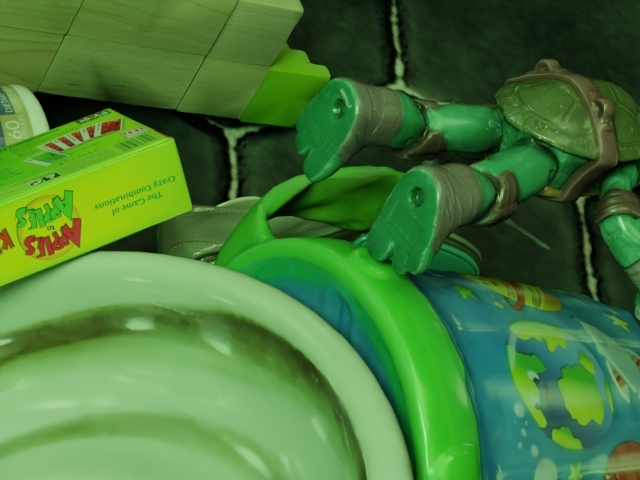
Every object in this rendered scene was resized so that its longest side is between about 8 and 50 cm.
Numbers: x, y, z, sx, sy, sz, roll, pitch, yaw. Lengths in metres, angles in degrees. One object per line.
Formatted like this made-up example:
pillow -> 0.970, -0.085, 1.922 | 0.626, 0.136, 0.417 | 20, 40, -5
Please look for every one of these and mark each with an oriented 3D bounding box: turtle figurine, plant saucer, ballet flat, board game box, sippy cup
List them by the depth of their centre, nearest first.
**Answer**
plant saucer -> -0.143, 0.177, 0.791 | 0.401, 0.100, 0.400 | -11, 42, 10
turtle figurine -> 0.111, -0.035, 0.896 | 0.234, 0.118, 0.175 | 1, 20, -39
board game box -> -0.169, -0.013, 0.905 | 0.181, 0.043, 0.092 | -23, 23, -22
sippy cup -> 0.069, 0.113, 0.933 | 0.224, 0.240, 0.305 | 0, 93, -37
ballet flat -> 0.000, 0.000, 1.070 | 0.213, 0.072, 0.068 | -1, 47, -26

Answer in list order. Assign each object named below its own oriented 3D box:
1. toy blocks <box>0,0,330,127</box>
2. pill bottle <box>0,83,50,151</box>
toy blocks -> -0.191, -0.215, 1.084 | 0.381, 0.190, 0.261 | 5, 45, -34
pill bottle -> -0.242, -0.036, 0.968 | 0.169, 0.094, 0.094 | -7, 60, -28
